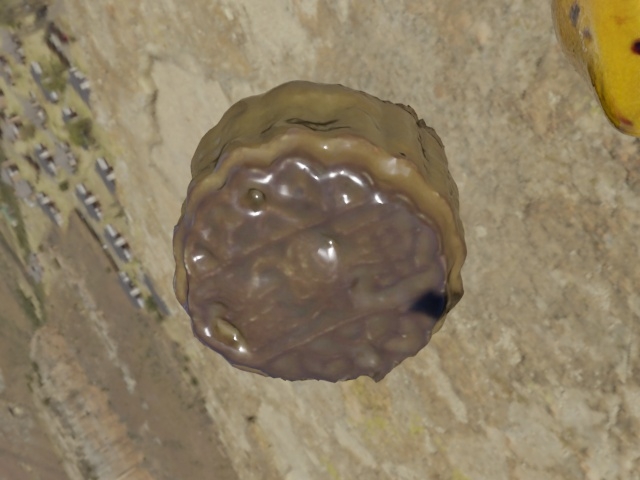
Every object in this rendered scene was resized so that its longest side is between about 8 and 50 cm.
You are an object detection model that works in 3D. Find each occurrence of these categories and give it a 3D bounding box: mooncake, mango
[{"bbox_3d":[-0.001,0.000,0.843,0.187,0.324,0.324,-84,-18,-59],"label":"mooncake"},{"bbox_3d":[0.222,-0.158,0.566,0.178,0.090,0.115,-89,-2,-48],"label":"mango"}]
